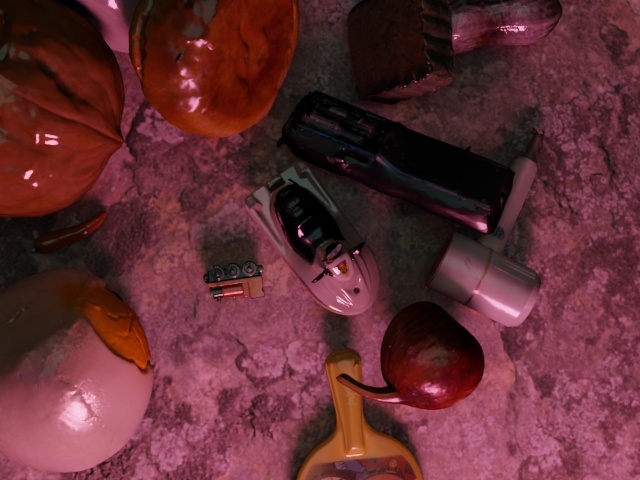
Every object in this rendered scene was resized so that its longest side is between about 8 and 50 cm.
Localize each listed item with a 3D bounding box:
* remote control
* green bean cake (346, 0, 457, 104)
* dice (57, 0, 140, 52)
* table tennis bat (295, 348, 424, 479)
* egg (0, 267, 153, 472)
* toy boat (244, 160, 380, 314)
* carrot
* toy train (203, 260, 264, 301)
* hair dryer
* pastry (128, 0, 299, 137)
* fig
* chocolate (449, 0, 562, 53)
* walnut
[{"bbox_3d":[0.128,-0.143,1.465,0.398,0.062,0.145,22,64,11],"label":"remote control"},{"bbox_3d":[0.142,-0.334,1.477,0.094,0.173,0.182,2,79,-44],"label":"green bean cake"},{"bbox_3d":[-0.353,-0.480,1.424,0.243,0.251,0.259,20,82,0],"label":"dice"},{"bbox_3d":[0.060,0.365,1.442,0.224,0.054,0.369,-5,87,-6],"label":"table tennis bat"},{"bbox_3d":[-0.428,0.203,1.360,0.336,0.201,0.337,0,82,-1],"label":"egg"},{"bbox_3d":[-0.003,-0.003,1.448,0.140,0.141,0.269,-36,72,-7],"label":"toy boat"},{"bbox_3d":[-0.425,-0.011,1.471,0.142,0.035,0.035,-25,85,-14],"label":"carrot"},{"bbox_3d":[-0.146,0.070,1.473,0.103,0.044,0.064,-7,94,-5],"label":"toy train"},{"bbox_3d":[0.329,-0.042,1.496,0.173,0.107,0.358,26,76,-1],"label":"hair dryer"},{"bbox_3d":[-0.158,-0.334,1.386,0.163,0.356,0.356,20,81,22],"label":"pastry"},{"bbox_3d":[0.157,0.211,1.408,0.175,0.175,0.207,45,72,3],"label":"fig"},{"bbox_3d":[0.304,-0.388,1.528,0.247,0.110,0.110,-10,83,0],"label":"chocolate"},{"bbox_3d":[-0.499,-0.219,1.350,0.397,0.308,0.354,24,94,-9],"label":"walnut"}]
